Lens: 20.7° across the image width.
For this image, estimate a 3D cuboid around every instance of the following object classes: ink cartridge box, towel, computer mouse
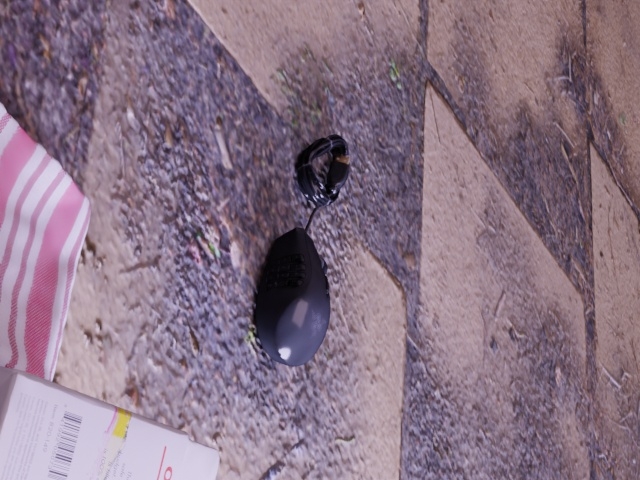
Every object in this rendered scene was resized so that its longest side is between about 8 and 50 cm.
[{"bbox_3d":[-0.133,0.134,0.865,0.198,0.067,0.115,34,68,-58],"label":"ink cartridge box"},{"bbox_3d":[-0.180,-0.014,0.905,0.197,0.029,0.144,53,35,-46],"label":"towel"},{"bbox_3d":[0.000,0.000,1.291,0.071,0.041,0.242,60,29,-35],"label":"computer mouse"}]
